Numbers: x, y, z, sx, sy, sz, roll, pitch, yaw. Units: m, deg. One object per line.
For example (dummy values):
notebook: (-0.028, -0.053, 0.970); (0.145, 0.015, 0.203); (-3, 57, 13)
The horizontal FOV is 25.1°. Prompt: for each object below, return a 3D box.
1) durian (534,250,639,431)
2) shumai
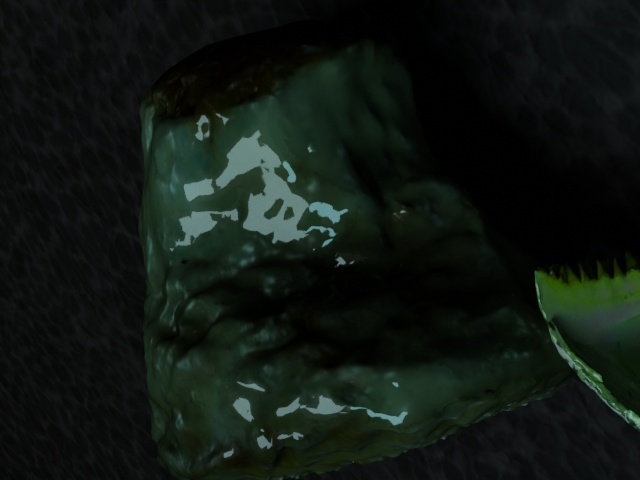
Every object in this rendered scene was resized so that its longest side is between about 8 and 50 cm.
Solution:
durian: (0.289, 0.136, 0.923); (0.355, 0.169, 0.157); (46, 145, 17)
shumai: (0.000, 0.000, 1.078); (0.397, 0.324, 0.323); (162, 91, -78)
